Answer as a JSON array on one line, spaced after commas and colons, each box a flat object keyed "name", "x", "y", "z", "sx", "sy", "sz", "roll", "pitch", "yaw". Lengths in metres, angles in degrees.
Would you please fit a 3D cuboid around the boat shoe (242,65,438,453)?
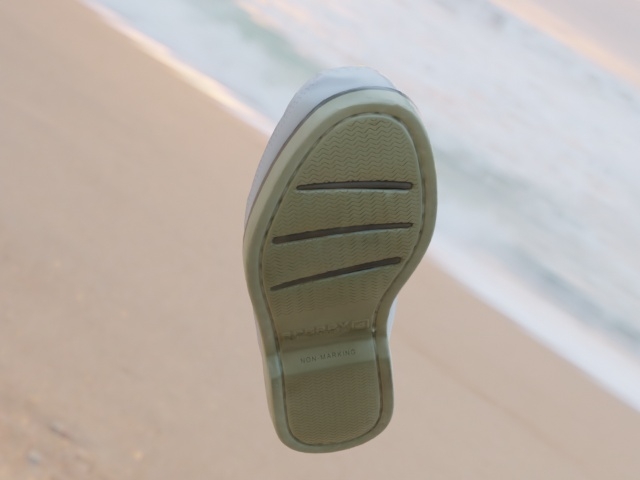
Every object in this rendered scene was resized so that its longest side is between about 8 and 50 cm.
[{"name": "boat shoe", "x": 0.000, "y": 0.000, "z": 1.175, "sx": 0.113, "sy": 0.302, "sz": 0.103, "roll": -4, "pitch": 49, "yaw": -11}]
